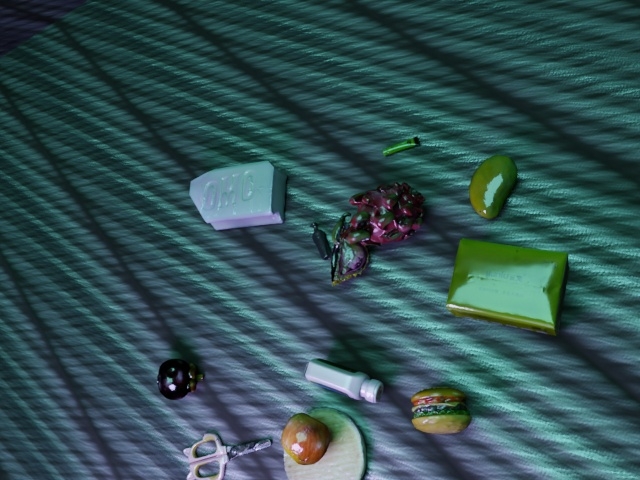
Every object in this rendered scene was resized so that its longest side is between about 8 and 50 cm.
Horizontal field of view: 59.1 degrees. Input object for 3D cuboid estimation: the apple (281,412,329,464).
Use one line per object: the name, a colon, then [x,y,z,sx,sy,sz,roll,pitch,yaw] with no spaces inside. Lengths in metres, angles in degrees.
apple: [-0.044,0.558,1.579,0.147,0.146,0.146,-8,69,23]

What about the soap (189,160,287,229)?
soap: [-0.297,-0.157,2.009,0.347,0.115,0.208,-5,70,24]

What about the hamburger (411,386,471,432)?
hamburger: [0.317,0.449,1.490,0.162,0.162,0.115,-11,63,22]

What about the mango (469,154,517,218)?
mango: [0.498,-0.163,1.651,0.122,0.085,0.191,29,85,27]

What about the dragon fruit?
dragon fruit: [0.178,-0.075,1.677,0.218,0.273,0.198,40,127,35]

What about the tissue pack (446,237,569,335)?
tissue pack: [0.500,0.123,1.504,0.275,0.167,0.200,9,77,27]

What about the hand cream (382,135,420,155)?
hand cream: [0.264,-0.307,1.849,0.122,0.023,0.036,-18,62,15]

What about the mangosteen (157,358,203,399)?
mangosteen: [-0.466,0.461,1.880,0.152,0.137,0.137,0,69,-11]

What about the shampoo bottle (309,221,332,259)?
shampoo bottle: [0.000,0.000,1.864,0.048,0.027,0.137,-27,63,12]

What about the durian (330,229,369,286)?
durian: [0.094,0.062,1.775,0.108,0.119,0.186,12,79,-10]

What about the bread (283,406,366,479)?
bread: [0.013,0.621,1.636,0.267,0.040,0.266,-8,69,22]

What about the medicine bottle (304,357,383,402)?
medicine bottle: [0.072,0.407,1.638,0.219,0.115,0.078,13,77,28]

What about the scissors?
scissors: [-0.294,0.669,1.773,0.318,0.024,0.160,-22,64,17]
